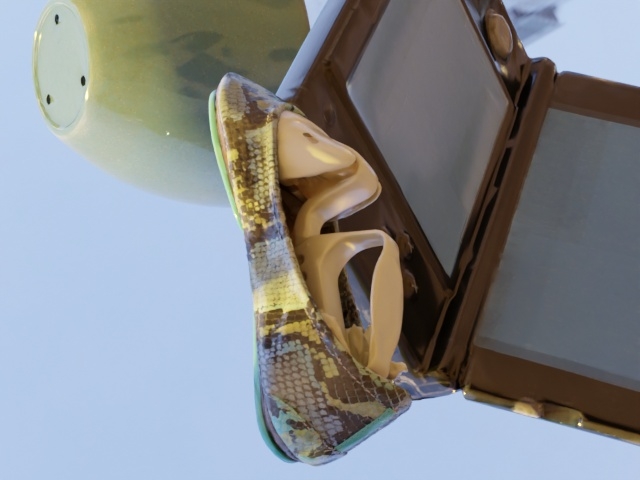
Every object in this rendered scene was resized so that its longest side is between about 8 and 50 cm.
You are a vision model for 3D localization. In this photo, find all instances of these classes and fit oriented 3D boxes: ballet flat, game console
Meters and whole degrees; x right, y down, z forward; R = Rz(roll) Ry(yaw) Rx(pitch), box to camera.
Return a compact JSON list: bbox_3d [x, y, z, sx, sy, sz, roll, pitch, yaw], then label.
[{"bbox_3d":[0.000,0.000,0.574,0.070,0.070,0.188,12,-129,-35],"label":"ballet flat"},{"bbox_3d":[0.131,-0.057,0.760,0.250,0.173,0.293,60,-146,-29],"label":"game console"}]

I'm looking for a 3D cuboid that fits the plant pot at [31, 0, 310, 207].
[{"bbox_3d":[-0.168,-0.170,1.398,0.195,0.290,0.290,-5,-104,-35],"label":"plant pot"}]
